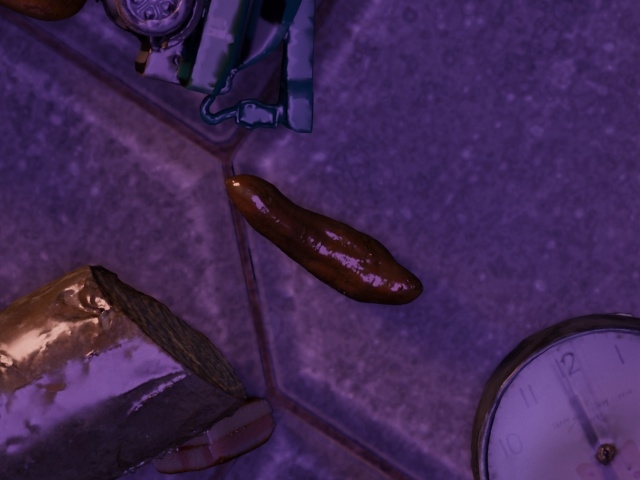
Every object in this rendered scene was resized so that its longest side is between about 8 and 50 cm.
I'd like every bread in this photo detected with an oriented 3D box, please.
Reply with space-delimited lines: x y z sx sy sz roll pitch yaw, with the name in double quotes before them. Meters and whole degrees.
"bread" -0.088 0.161 1.512 0.109 0.062 0.043 -18 95 -4

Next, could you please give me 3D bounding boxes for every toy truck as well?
"toy truck" -0.061 -0.269 1.428 0.178 0.176 0.363 10 95 -13

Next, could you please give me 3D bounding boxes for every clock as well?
"clock" 0.237 0.174 1.536 0.226 0.049 0.226 0 96 -4

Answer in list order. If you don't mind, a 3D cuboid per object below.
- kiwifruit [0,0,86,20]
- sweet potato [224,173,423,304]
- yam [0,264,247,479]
"kiwifruit" -0.238 -0.220 1.463 0.124 0.075 0.075 26 93 -10
"sweet potato" -0.001 0.001 1.504 0.182 0.054 0.053 30 126 -7
"yam" -0.226 0.133 1.453 0.304 0.168 0.168 -29 96 1
